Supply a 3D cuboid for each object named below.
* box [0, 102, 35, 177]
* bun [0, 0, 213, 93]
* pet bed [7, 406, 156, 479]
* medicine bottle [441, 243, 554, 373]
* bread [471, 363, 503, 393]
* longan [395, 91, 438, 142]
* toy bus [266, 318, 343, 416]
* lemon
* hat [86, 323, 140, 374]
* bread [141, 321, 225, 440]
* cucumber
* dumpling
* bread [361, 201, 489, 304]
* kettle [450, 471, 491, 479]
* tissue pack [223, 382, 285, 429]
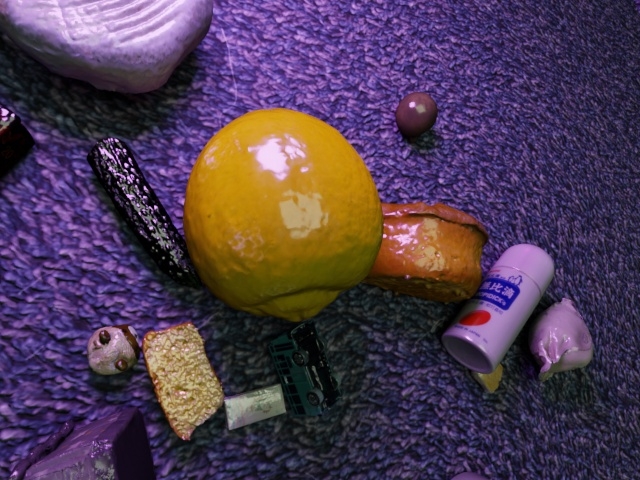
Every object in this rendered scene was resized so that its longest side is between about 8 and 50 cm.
[{"bbox_3d":[-0.653,-0.088,0.537,0.264,0.116,0.415,38,69,-12],"label":"box"},{"bbox_3d":[-0.368,-0.414,0.680,0.355,0.194,0.353,3,82,-24],"label":"bun"},{"bbox_3d":[-0.324,0.347,0.548,0.160,0.211,0.183,-14,87,-16],"label":"pet bed"},{"bbox_3d":[0.430,0.142,0.956,0.341,0.130,0.130,-43,98,-24],"label":"medicine bottle"},{"bbox_3d":[0.395,0.308,0.963,0.070,0.035,0.083,48,60,-9],"label":"bread"},{"bbox_3d":[0.230,-0.294,0.976,0.106,0.106,0.119,-27,131,-25],"label":"longan"},{"bbox_3d":[-0.032,0.236,0.758,0.079,0.092,0.160,-20,89,-55],"label":"toy bus"},{"bbox_3d":[-0.061,-0.041,0.676,0.349,0.348,0.347,5,78,-23],"label":"lemon"},{"bbox_3d":[-0.335,0.178,0.657,0.076,0.059,0.077,-8,88,-20],"label":"hat"},{"bbox_3d":[-0.232,0.230,0.689,0.103,0.065,0.187,-25,89,-27],"label":"bread"},{"bbox_3d":[-0.295,-0.035,0.706,0.072,0.072,0.299,-34,94,-25],"label":"cucumber"},{"bbox_3d":[0.605,0.264,1.027,0.247,0.142,0.172,-42,133,-31],"label":"dumpling"},{"bbox_3d":[0.226,0.024,0.863,0.341,0.179,0.194,15,75,-20],"label":"bread"},{"bbox_3d":[0.394,0.588,0.789,0.240,0.255,0.165,36,66,-14],"label":"kettle"},{"bbox_3d":[-0.120,0.302,0.745,0.108,0.023,0.056,-8,84,-25],"label":"tissue pack"}]
